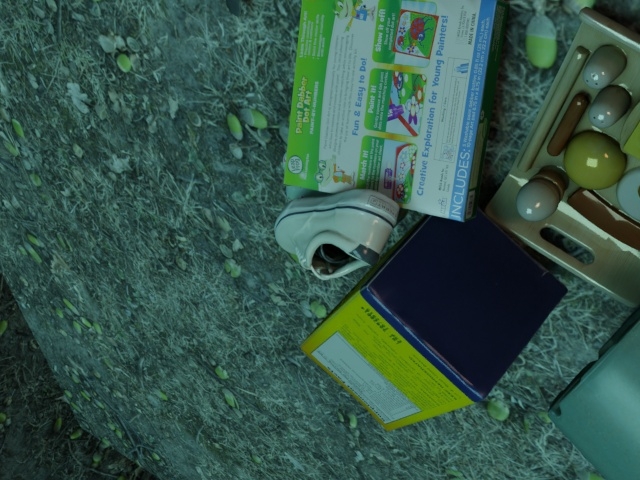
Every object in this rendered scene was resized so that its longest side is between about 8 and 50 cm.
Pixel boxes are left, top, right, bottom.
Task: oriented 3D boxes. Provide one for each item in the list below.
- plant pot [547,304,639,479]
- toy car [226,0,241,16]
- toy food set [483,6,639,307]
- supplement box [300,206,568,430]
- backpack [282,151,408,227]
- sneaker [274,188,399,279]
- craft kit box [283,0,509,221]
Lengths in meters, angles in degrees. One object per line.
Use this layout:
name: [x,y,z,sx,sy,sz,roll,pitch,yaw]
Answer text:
plant pot: [0.455,0.212,0.855,0.334,0.341,0.341,43,146,18]
toy car: [-0.140,-0.366,1.025,0.155,0.149,0.188,33,156,0]
toy food set: [0.322,-0.078,0.872,0.219,0.092,0.306,34,144,16]
supplement box: [0.137,0.112,1.106,0.194,0.195,0.356,44,156,2]
backpack: [0.039,-0.079,1.119,0.166,0.144,0.188,16,139,27]
sneaker: [0.000,0.000,1.001,0.094,0.091,0.258,30,161,-18]
craft kit box: [0.081,-0.167,0.946,0.246,0.061,0.250,14,105,25]
